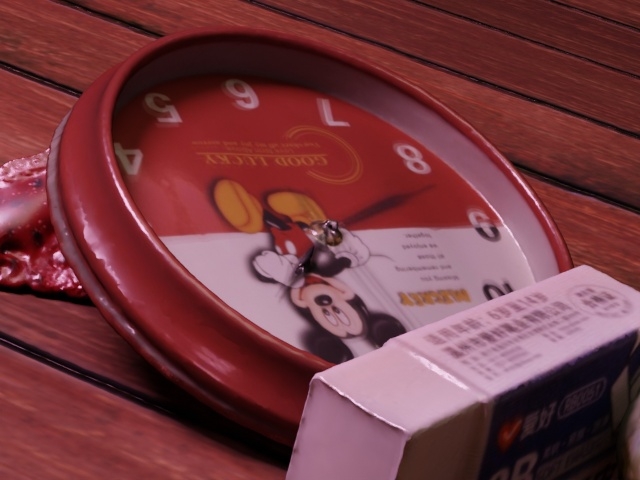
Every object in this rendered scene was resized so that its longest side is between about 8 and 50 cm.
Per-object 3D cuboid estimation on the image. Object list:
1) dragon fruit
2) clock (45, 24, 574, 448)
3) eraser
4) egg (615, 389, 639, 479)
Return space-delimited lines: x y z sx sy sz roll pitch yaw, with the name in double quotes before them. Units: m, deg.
"dragon fruit" -0.171 -0.021 0.907 0.131 0.063 0.097 10 25 -8
"clock" 0.000 0.000 0.895 0.318 0.080 0.318 20 37 -16
"eraser" 0.069 0.095 0.715 0.068 0.124 0.210 31 30 31
"egg" 0.239 0.123 0.692 0.231 0.169 0.169 24 27 27
